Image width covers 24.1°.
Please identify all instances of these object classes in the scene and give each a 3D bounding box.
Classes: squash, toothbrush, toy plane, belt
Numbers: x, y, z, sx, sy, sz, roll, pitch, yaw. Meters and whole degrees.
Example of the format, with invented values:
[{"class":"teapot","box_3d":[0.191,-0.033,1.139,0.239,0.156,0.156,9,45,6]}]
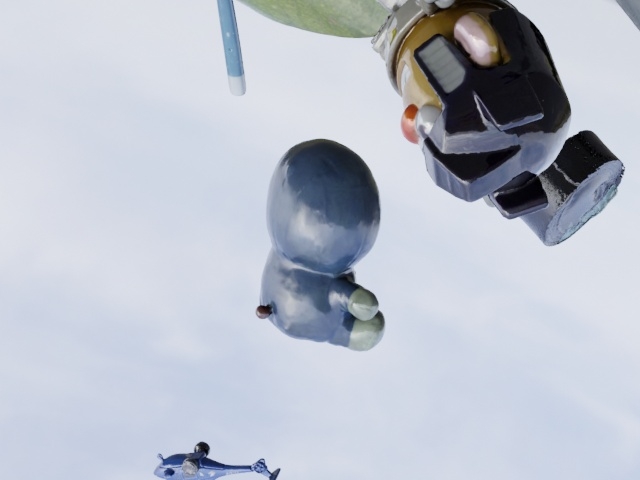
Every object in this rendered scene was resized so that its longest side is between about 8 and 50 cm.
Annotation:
[{"class":"squash","box_3d":[-0.007,-0.276,1.662,0.252,0.093,0.169,28,170,-8]},{"class":"toothbrush","box_3d":[-0.098,-0.254,1.509,0.019,0.276,0.025,3,-132,9]},{"class":"toy plane","box_3d":[-0.134,0.292,1.894,0.167,0.062,0.054,-5,-160,19]},{"class":"belt","box_3d":[0.351,-0.072,2.119,0.151,0.198,0.078,-32,-113,-20]}]

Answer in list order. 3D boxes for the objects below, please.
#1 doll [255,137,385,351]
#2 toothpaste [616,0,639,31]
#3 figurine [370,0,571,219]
[{"class":"doll","box_3d":[0.000,0.000,1.868,0.154,0.258,0.228,2,-160,-31]},{"class":"toothpaste","box_3d":[0.443,-0.361,1.723,0.058,0.314,0.056,34,160,25]},{"class":"figurine","box_3d":[0.122,-0.149,1.294,0.308,0.143,0.308,47,-167,-14]}]
